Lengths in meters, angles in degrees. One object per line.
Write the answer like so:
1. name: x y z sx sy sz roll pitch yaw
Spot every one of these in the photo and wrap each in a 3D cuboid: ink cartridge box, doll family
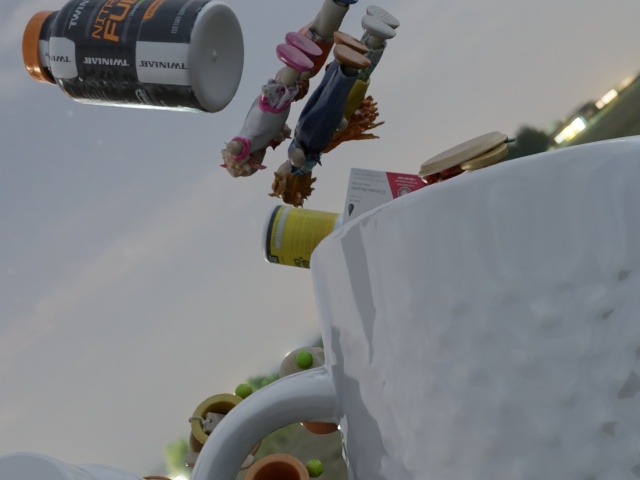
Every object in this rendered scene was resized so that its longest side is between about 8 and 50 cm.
1. ink cartridge box: 0.082 -0.002 1.478 0.109 0.150 0.063 9 0 38
2. doll family: 0.002 -0.119 1.164 0.163 0.118 0.263 -61 1 33

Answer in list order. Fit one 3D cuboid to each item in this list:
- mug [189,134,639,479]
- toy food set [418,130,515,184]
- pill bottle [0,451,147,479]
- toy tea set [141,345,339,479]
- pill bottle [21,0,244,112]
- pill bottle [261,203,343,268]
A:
1. mug: 0.110 0.150 0.684 0.374 0.328 0.276 -11 -14 -2
2. toy food set: 0.120 -0.068 1.060 0.083 0.020 0.082 -22 7 23
3. pill bottle: -0.149 0.259 0.955 0.160 0.160 0.283 -40 -36 4
4. toy tea set: -0.093 0.240 1.377 0.124 0.200 0.336 75 -146 -49
5. pill bottle: -0.223 -0.219 1.487 0.246 0.130 0.130 6 18 23
6. pill bottle: 0.000 0.000 2.169 0.103 0.184 0.103 9 -90 -74
